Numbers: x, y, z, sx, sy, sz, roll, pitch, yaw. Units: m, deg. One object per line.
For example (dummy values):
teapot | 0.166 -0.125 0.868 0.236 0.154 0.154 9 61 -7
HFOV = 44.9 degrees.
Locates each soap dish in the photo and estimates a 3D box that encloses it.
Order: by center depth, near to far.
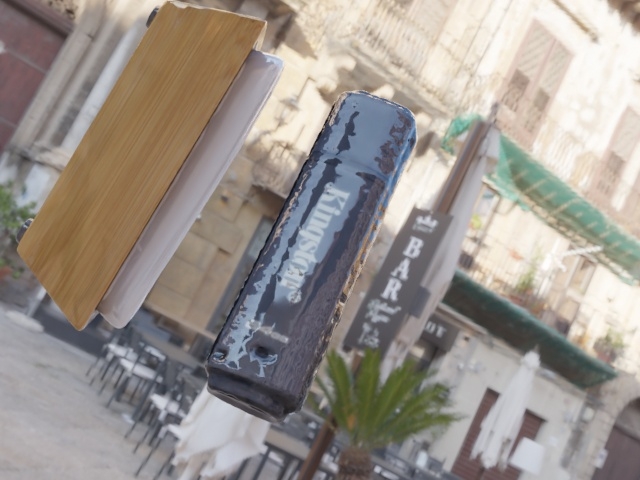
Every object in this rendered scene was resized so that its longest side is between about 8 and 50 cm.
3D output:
soap dish | -0.152 -0.073 0.721 0.118 0.291 0.229 31 1 -8

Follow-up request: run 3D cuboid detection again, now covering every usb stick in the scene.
usb stick | 0.000 0.000 0.587 0.077 0.278 0.045 25 -26 0
